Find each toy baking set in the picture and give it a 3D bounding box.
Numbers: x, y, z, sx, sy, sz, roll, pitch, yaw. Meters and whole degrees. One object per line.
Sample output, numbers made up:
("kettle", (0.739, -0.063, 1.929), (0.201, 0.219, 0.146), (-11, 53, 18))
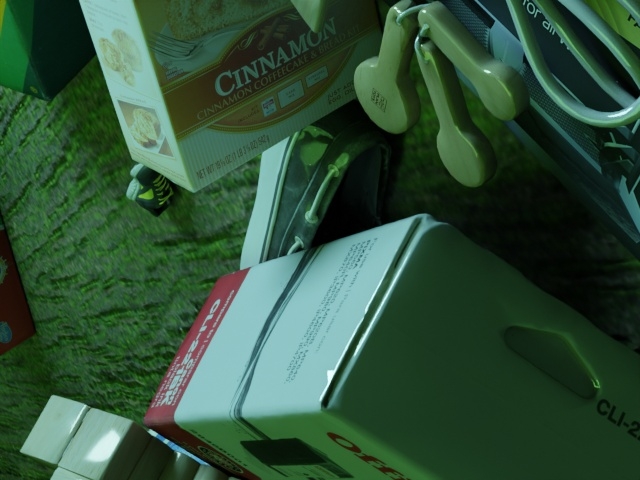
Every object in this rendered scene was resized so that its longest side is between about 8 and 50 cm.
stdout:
("toy baking set", (0.048, -0.119, 0.558), (0.196, 0.030, 0.256), (58, 156, -6))

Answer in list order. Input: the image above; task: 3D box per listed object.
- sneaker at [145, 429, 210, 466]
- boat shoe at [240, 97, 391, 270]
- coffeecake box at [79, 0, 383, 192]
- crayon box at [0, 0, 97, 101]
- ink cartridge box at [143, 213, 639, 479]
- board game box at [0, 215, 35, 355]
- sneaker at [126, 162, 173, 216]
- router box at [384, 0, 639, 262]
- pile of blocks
("sneaker", (-0.066, 0.311, 1.322), (0.147, 0.130, 0.330), (19, 134, 57))
("boat shoe", (0.000, 0.000, 0.911), (0.070, 0.078, 0.219), (45, 150, 28))
("coffeecake box", (-0.052, -0.144, 0.766), (0.068, 0.142, 0.185), (27, 141, 47))
("crayon box", (-0.289, -0.261, 1.039), (0.202, 0.081, 0.318), (20, 144, 26))
("ink cartridge box", (0.046, 0.099, 0.811), (0.197, 0.114, 0.273), (34, 159, -16))
("board game box", (-0.449, -0.045, 1.696), (0.242, 0.064, 0.316), (39, 149, 36))
("sneaker", (-0.130, -0.047, 1.159), (0.035, 0.031, 0.083), (41, 157, 5))
("router box", (0.115, -0.137, 0.540), (0.309, 0.081, 0.243), (49, 154, 20))
("pile of blocks", (-0.032, 0.226, 0.899), (0.362, 0.112, 0.149), (25, 161, 9))
